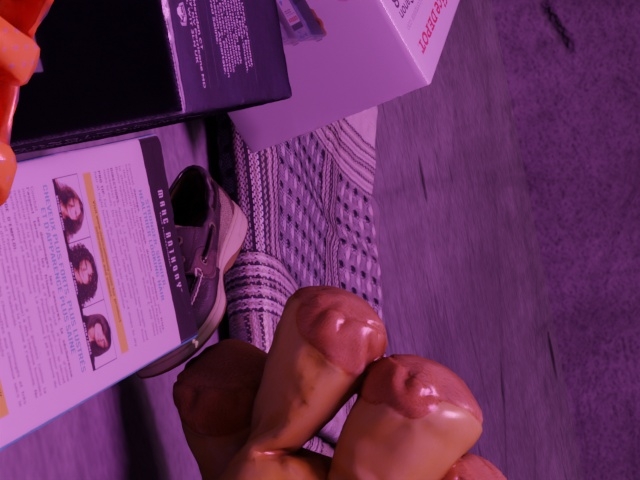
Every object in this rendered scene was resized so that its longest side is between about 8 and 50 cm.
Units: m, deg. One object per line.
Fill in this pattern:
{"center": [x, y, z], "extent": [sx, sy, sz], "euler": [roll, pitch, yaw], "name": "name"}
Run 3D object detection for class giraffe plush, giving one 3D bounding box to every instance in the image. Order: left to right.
{"center": [-0.031, 0.147, 0.850], "extent": [0.181, 0.210, 0.170], "euler": [42, 31, 6], "name": "giraffe plush"}

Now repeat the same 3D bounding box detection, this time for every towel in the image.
{"center": [0.000, 0.000, 1.254], "extent": [0.324, 0.056, 0.312], "euler": [51, 31, -64], "name": "towel"}

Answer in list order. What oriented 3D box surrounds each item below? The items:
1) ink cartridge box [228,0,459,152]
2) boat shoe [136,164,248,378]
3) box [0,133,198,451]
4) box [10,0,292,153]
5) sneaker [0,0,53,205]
{"center": [-0.016, -0.168, 1.067], "extent": [0.176, 0.127, 0.128], "euler": [59, 28, -24], "name": "ink cartridge box"}
{"center": [-0.078, 0.014, 0.951], "extent": [0.049, 0.056, 0.152], "euler": [58, 22, -24], "name": "boat shoe"}
{"center": [-0.122, 0.017, 0.743], "extent": [0.244, 0.060, 0.100], "euler": [-27, 106, -76], "name": "box"}
{"center": [-0.107, -0.080, 0.672], "extent": [0.158, 0.156, 0.093], "euler": [-30, 110, -76], "name": "box"}
{"center": [-0.066, -0.045, 0.286], "extent": [0.124, 0.180, 0.321], "euler": [8, 76, -72], "name": "sneaker"}
